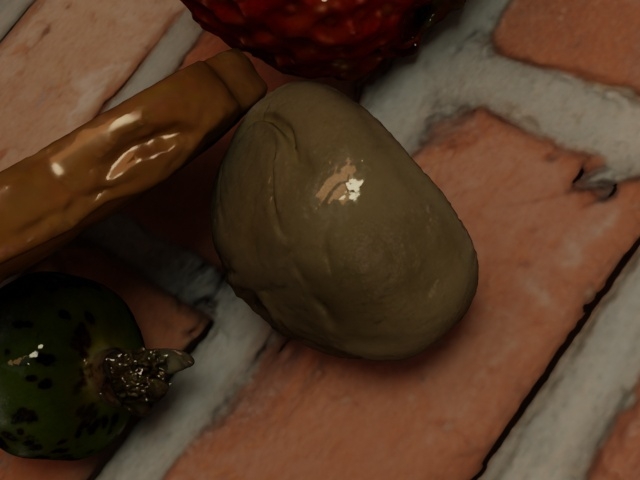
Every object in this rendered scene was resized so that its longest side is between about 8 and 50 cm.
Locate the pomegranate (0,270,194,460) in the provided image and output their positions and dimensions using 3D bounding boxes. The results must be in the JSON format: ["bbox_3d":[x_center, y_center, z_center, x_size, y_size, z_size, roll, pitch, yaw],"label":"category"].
[{"bbox_3d":[-0.151,0.080,0.690,0.161,0.122,0.122,1,62,34],"label":"pomegranate"}]

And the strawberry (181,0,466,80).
[{"bbox_3d":[0.002,-0.280,0.687,0.267,0.351,0.312,10,60,24],"label":"strawberry"}]

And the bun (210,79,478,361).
[{"bbox_3d":[0.000,0.000,0.634,0.113,0.167,0.173,-41,20,-13],"label":"bun"}]

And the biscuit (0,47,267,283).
[{"bbox_3d":[-0.191,-0.011,0.694,0.351,0.057,0.312,-33,8,-15],"label":"biscuit"}]
